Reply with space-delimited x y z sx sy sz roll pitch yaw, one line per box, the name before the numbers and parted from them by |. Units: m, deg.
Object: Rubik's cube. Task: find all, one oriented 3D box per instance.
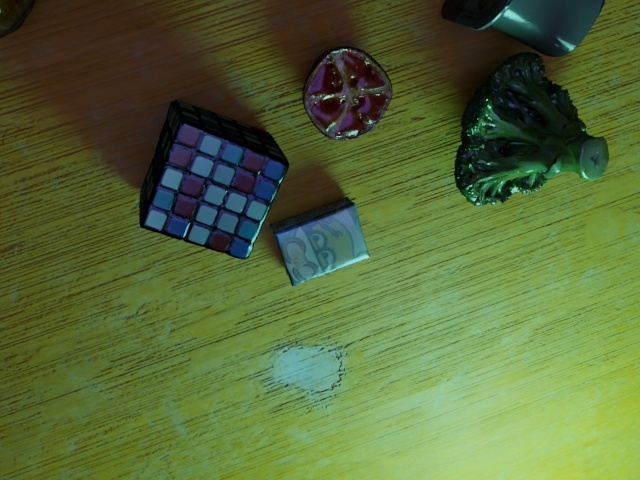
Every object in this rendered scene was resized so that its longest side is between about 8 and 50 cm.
Rubik's cube | -0.177 -0.101 1.242 0.187 0.182 0.184 17 105 -19

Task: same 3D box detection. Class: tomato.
tomato | 0.037 -0.247 1.294 0.156 0.069 0.155 -6 112 -14

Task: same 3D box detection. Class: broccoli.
broccoli | 0.352 -0.163 1.293 0.254 0.269 0.269 29 103 -37

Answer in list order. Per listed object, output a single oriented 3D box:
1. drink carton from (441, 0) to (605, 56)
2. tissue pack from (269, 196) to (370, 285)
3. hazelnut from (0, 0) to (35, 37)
drink carton | 0.338 -0.394 1.249 0.190 0.191 0.185 24 103 -27
tissue pack | 0.000 0.000 1.387 0.155 0.065 0.115 -19 112 -4
hazelnut | -0.477 -0.357 1.104 0.143 0.143 0.154 44 80 -24
